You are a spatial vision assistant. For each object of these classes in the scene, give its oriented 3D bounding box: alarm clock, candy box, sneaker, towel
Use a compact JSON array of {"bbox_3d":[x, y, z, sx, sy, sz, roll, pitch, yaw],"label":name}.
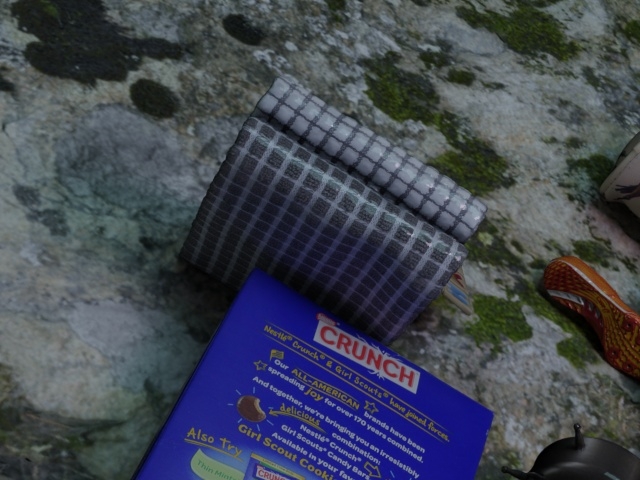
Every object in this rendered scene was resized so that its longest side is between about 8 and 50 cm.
[{"bbox_3d":[0.269,0.267,1.526,0.192,0.129,0.064,43,41,-8],"label":"alarm clock"},{"bbox_3d":[-0.016,0.214,1.385,0.268,0.122,0.317,31,42,-3],"label":"candy box"},{"bbox_3d":[0.325,0.081,1.790,0.175,0.064,0.067,51,31,12],"label":"sneaker"},{"bbox_3d":[0.000,0.000,1.494,0.235,0.283,0.121,30,62,-2],"label":"towel"}]

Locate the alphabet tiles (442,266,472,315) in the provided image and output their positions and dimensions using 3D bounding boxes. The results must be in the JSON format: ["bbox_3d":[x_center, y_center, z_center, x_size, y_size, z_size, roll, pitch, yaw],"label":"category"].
[{"bbox_3d":[0.075,-0.035,1.693,0.198,0.009,0.237,38,20,-18],"label":"alphabet tiles"}]

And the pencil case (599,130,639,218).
[{"bbox_3d":[0.534,0.006,1.925,0.410,0.160,0.183,39,15,4],"label":"pencil case"}]
